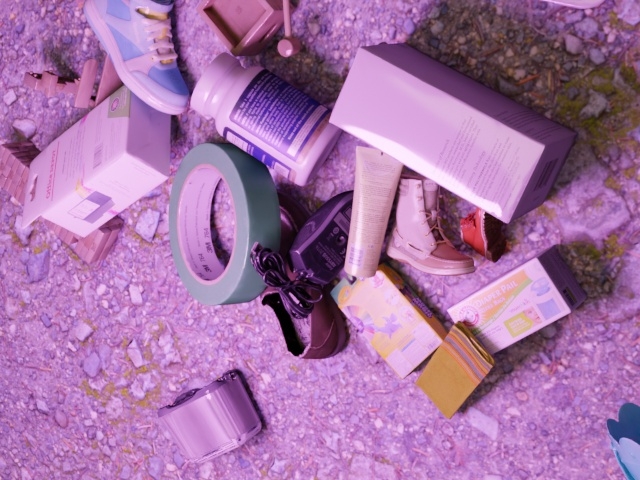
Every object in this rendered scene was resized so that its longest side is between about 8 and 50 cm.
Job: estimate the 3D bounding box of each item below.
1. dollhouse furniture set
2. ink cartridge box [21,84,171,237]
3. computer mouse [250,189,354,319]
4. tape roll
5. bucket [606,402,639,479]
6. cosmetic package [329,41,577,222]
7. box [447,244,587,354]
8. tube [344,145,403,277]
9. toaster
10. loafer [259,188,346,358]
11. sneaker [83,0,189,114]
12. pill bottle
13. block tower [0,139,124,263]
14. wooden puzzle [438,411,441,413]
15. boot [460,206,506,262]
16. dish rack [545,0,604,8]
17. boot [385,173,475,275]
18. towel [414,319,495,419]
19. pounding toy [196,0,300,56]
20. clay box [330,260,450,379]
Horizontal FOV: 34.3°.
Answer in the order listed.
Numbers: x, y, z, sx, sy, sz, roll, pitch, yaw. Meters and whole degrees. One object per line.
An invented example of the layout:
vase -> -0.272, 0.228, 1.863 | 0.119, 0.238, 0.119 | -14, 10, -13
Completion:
dollhouse furniture set -> -0.520, -0.364, 2.209 | 0.151, 0.144, 0.123 | 31, 111, 36
ink cartridge box -> -0.471, -0.151, 2.178 | 0.353, 0.119, 0.207 | -30, 47, 32
computer mouse -> 0.000, 0.000, 1.961 | 0.188, 0.272, 0.072 | 53, 171, -34
tape roll -> -0.195, -0.033, 2.048 | 0.321, 0.077, 0.321 | 5, 96, 55
bucket -> 0.617, 0.337, 1.650 | 0.281, 0.281, 0.183 | -22, 93, 32
cosmetic package -> 0.226, -0.196, 1.778 | 0.366, 0.197, 0.155 | 31, 115, 22
box -> 0.345, 0.112, 1.836 | 0.203, 0.103, 0.114 | -35, 84, 31
tube -> 0.094, -0.051, 1.911 | 0.062, 0.070, 0.240 | 29, 117, 47
toaster -> -0.227, 0.377, 2.215 | 0.227, 0.129, 0.146 | -29, 91, 29
loafer -> -0.059, 0.070, 2.041 | 0.134, 0.130, 0.365 | -24, 89, 32
sneaker -> -0.331, -0.425, 2.081 | 0.208, 0.127, 0.319 | -41, 81, 32
pill bottle -> -0.102, -0.232, 1.949 | 0.265, 0.153, 0.153 | 33, 117, 3
block tower -> -0.589, -0.090, 2.329 | 0.335, 0.091, 0.097 | 40, 117, 16
wooden puzzle -> 0.238, 0.275, 1.990 | 0.079, 0.014, 0.116 | -14, 95, 32
boot -> 0.279, -0.029, 1.834 | 0.085, 0.059, 0.158 | 34, 155, 30
dish rack -> 0.350, -0.545, 1.695 | 0.333, 0.072, 0.285 | 18, 111, 25
boot -> 0.201, -0.031, 1.875 | 0.213, 0.077, 0.165 | 22, 111, 52
towel -> 0.241, 0.243, 1.898 | 0.102, 0.021, 0.237 | 51, 148, 19
pounding toy -> -0.099, -0.428, 1.965 | 0.206, 0.094, 0.181 | 51, 121, 10
clay box -> 0.133, 0.142, 1.995 | 0.222, 0.053, 0.127 | 50, 120, 12
